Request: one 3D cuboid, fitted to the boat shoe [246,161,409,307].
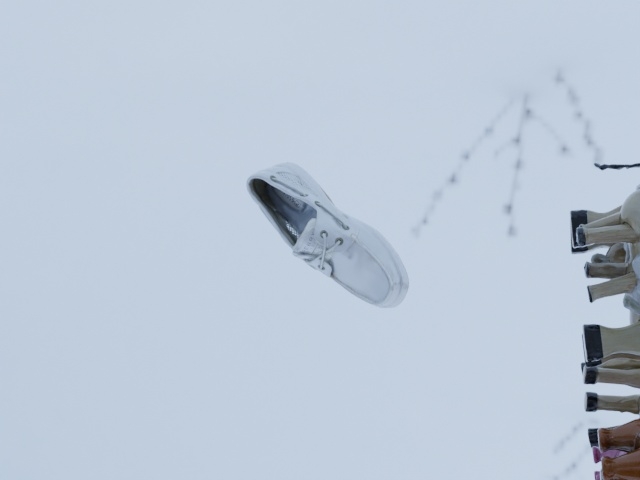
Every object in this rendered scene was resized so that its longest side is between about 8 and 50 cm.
[{"bbox_3d":[0.000,0.000,2.282,0.277,0.098,0.096,41,-152,23],"label":"boat shoe"}]

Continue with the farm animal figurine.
[{"bbox_3d":[0.306,0.089,1.390,0.172,0.327,0.330,-7,-171,7],"label":"farm animal figurine"}]
